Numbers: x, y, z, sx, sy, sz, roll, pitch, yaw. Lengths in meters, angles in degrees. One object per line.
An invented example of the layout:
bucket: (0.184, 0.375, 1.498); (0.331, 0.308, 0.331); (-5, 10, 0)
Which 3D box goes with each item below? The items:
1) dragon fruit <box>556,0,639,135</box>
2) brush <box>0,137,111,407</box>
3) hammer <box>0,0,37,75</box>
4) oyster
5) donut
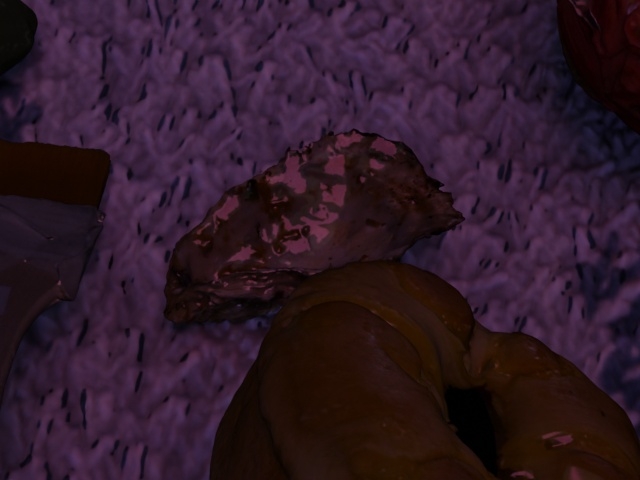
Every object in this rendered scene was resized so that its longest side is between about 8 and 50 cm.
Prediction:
dragon fruit: (0.250, -0.161, 0.806); (0.241, 0.241, 0.252); (24, 55, 4)
brush: (-0.165, 0.051, 0.680); (0.085, 0.020, 0.336); (9, 39, -3)
hammer: (-0.280, -0.044, 0.746); (0.206, 0.119, 0.335); (41, 60, 10)
oyster: (-0.008, 0.002, 0.784); (0.177, 0.056, 0.105); (-33, 61, -22)
donut: (0.050, 0.117, 0.633); (0.208, 0.128, 0.261); (33, 20, -5)
